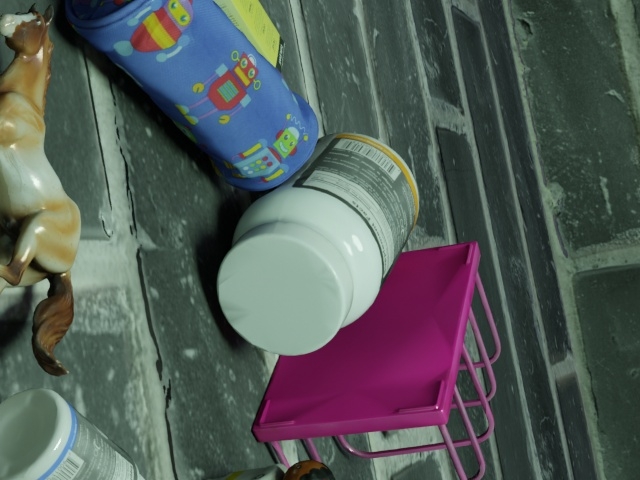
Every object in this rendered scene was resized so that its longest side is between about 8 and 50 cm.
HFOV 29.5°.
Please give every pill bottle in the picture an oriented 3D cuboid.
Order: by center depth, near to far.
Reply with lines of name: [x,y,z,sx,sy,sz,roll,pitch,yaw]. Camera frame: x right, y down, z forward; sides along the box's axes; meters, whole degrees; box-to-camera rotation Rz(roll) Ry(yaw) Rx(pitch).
pill bottle: [-0.180,0.172,0.879,0.137,0.078,0.078,55,32,-44]
pill bottle: [0.000,0.000,1.284,0.162,0.162,0.278,70,24,-18]

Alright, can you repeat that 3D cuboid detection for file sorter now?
file sorter: [0.083,0.168,1.348,0.291,0.202,0.182,-69,143,-53]

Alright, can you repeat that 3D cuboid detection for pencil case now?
pencil case: [-0.120,-0.168,1.147,0.119,0.133,0.306,-51,140,-7]

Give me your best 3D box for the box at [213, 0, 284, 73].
box: [-0.125,-0.249,1.218,0.232,0.087,0.058,53,31,-43]

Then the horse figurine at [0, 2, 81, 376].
horse figurine: [-0.228,-0.034,0.885,0.174,0.066,0.263,-36,112,-66]

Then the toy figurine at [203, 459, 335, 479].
toy figurine: [-0.020,0.311,1.092,0.213,0.148,0.209,53,33,-45]
